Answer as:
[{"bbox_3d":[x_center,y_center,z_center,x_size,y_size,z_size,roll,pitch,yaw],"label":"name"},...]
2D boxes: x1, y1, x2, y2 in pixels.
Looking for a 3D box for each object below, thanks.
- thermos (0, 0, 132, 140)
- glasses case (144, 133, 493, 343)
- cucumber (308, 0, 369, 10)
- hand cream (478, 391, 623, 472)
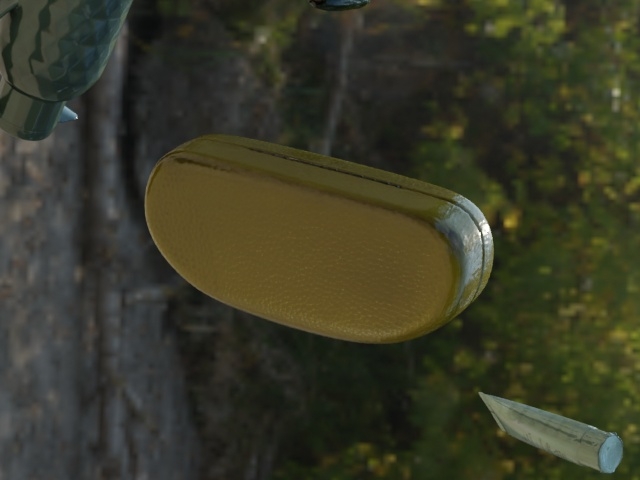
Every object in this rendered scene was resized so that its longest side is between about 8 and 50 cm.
[{"bbox_3d":[-0.325,-0.250,1.952,0.145,0.182,0.286,51,-54,37],"label":"thermos"},{"bbox_3d":[0.000,0.000,1.751,0.141,0.371,0.173,-34,134,-59],"label":"glasses case"},{"bbox_3d":[0.019,-0.315,2.098,0.105,0.048,0.048,-19,113,-55],"label":"cucumber"},{"bbox_3d":[0.282,0.237,2.037,0.050,0.205,0.078,-50,127,-20],"label":"hand cream"}]
